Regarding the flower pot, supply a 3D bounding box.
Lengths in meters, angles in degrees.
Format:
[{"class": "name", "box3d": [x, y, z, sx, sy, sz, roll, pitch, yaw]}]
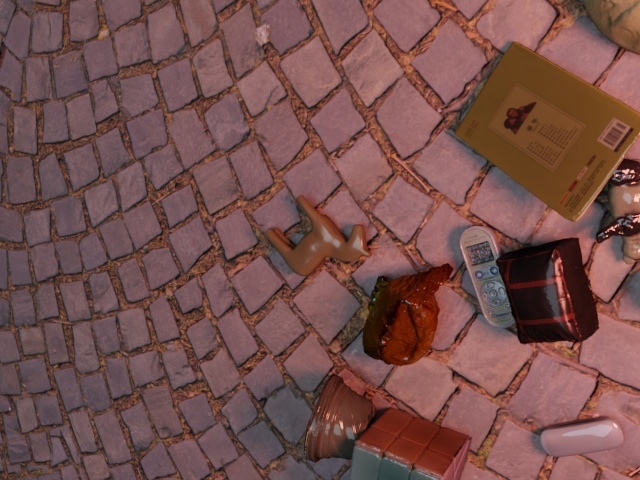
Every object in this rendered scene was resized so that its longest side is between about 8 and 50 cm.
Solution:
[{"class": "flower pot", "box3d": [0.059, 0.462, 1.677, 0.140, 0.235, 0.235, 12, 106, 16]}]

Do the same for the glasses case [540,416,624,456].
[{"class": "glasses case", "box3d": [0.580, 0.438, 1.475, 0.178, 0.045, 0.067, -22, 88, 31]}]

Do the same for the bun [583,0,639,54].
[{"class": "bun", "box3d": [0.624, -0.485, 1.197, 0.293, 0.187, 0.293, 6, 104, 26]}]

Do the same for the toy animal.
[{"class": "toy animal", "box3d": [0.614, -0.059, 1.342, 0.121, 0.094, 0.225, -8, 94, 21]}]

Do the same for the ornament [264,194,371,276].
[{"class": "ornament", "box3d": [0.000, 0.000, 1.708, 0.245, 0.061, 0.230, 49, 116, 14]}]

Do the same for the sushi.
[{"class": "sushi", "box3d": [0.198, 0.179, 1.588, 0.167, 0.179, 0.296, 14, 124, 3]}]

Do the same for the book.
[{"class": "book", "box3d": [0.462, -0.230, 1.365, 0.352, 0.035, 0.239, 47, 118, 35]}]

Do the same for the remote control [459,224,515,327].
[{"class": "remote control", "box3d": [0.388, 0.081, 1.516, 0.087, 0.047, 0.244, -18, 91, 34]}]

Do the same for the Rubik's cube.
[{"class": "Rubik's cube", "box3d": [0.211, 0.575, 1.605, 0.225, 0.221, 0.231, 15, 106, 26]}]

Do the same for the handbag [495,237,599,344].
[{"class": "handbag", "box3d": [0.480, 0.110, 1.408, 0.169, 0.155, 0.215, -13, 93, 51]}]
